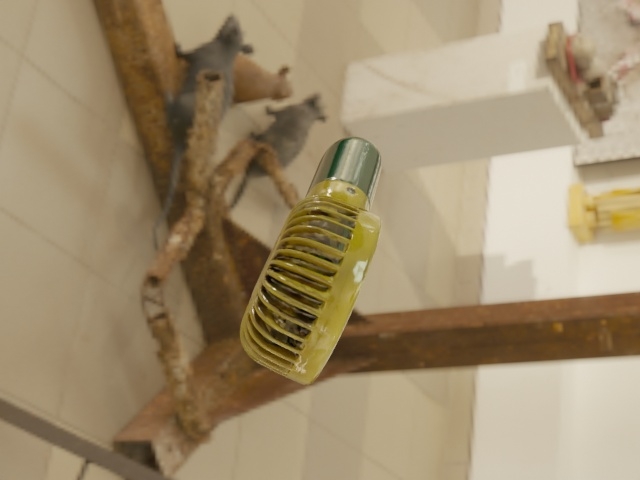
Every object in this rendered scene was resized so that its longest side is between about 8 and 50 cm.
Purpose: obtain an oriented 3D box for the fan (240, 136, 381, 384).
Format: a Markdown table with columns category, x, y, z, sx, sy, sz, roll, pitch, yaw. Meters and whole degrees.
| category | x | y | z | sx | sy | sz | roll | pitch | yaw |
| --- | --- | --- | --- | --- | --- | --- | --- | --- | --- |
| fan | 0.000 | 0.000 | 0.579 | 0.155 | 0.039 | 0.082 | -71 | -174 | -55 |
